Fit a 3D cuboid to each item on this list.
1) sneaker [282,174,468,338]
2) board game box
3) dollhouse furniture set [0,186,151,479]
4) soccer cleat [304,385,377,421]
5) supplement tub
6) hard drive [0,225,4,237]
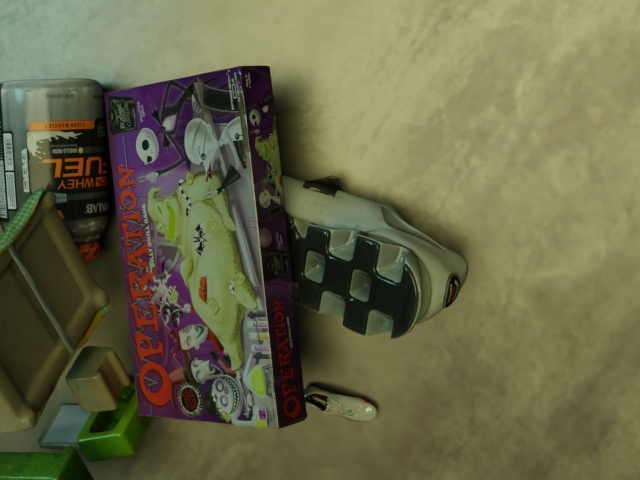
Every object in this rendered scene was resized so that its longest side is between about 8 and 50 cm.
[{"bbox_3d":[0.000,0.000,1.139,0.331,0.146,0.122,27,116,30],"label":"sneaker"},{"bbox_3d":[-0.120,0.010,1.118,0.208,0.056,0.346,-3,94,45],"label":"board game box"},{"bbox_3d":[-0.311,0.124,1.108,0.151,0.197,0.301,-4,127,22],"label":"dollhouse furniture set"},{"bbox_3d":[0.019,0.177,1.188,0.083,0.035,0.029,18,99,8],"label":"soccer cleat"},{"bbox_3d":[-0.283,-0.074,1.172,0.117,0.117,0.190,-1,97,10],"label":"supplement tub"},{"bbox_3d":[-0.490,0.031,1.250,0.339,0.064,0.236,-20,93,11],"label":"hard drive"}]
